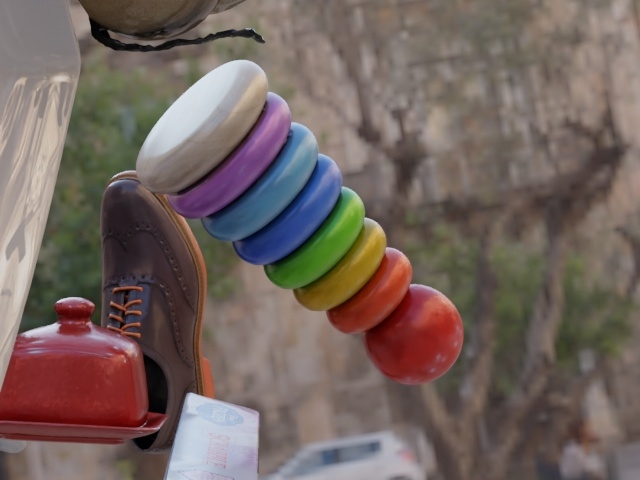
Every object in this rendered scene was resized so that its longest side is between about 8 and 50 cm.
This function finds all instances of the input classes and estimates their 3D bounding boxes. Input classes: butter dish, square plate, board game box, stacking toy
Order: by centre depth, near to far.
[{"bbox_3d":[-0.209,-0.091,1.052,0.049,0.347,0.344,2,-39,9],"label":"square plate"},{"bbox_3d":[-0.111,0.294,1.426,0.066,0.318,0.318,14,6,-3],"label":"board game box"},{"bbox_3d":[-0.208,0.107,1.671,0.160,0.118,0.160,2,-1,0],"label":"butter dish"},{"bbox_3d":[0.000,0.000,1.721,0.141,0.330,0.141,-39,22,19],"label":"stacking toy"}]

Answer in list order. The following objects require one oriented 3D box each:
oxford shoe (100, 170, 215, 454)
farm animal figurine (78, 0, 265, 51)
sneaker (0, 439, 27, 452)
[{"bbox_3d":[-0.164,0.069,1.883,0.097,0.271,0.098,-12,2,23],"label":"oxford shoe"},{"bbox_3d":[-0.100,-0.247,1.205,0.172,0.326,0.330,-11,-35,13],"label":"farm animal figurine"},{"bbox_3d":[-0.322,0.099,1.822,0.323,0.130,0.236,-24,-53,33],"label":"sneaker"}]
